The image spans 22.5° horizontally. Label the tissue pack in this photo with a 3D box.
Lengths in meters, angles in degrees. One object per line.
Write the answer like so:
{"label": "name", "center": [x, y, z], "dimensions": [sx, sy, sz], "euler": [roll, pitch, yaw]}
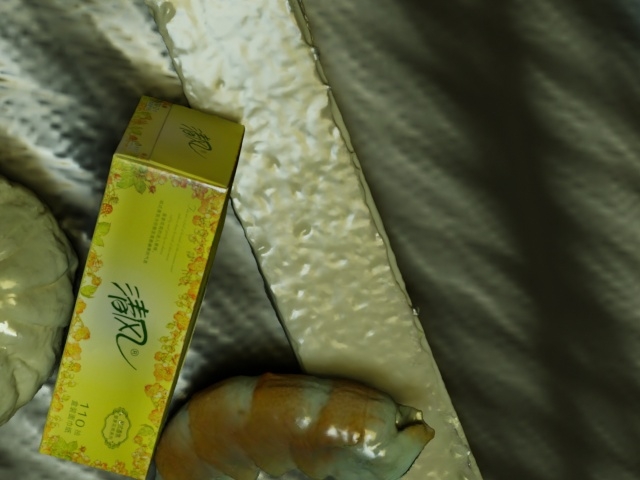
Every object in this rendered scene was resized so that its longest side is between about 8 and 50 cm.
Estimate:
{"label": "tissue pack", "center": [-0.092, 0.025, 0.841], "dimensions": [0.062, 0.095, 0.176], "euler": [17, 112, -4]}

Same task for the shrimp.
{"label": "shrimp", "center": [-0.017, 0.151, 0.924], "dimensions": [0.161, 0.049, 0.166], "euler": [4, 117, 7]}

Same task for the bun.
{"label": "bun", "center": [-0.217, 0.041, 0.830], "dimensions": [0.188, 0.111, 0.164], "euler": [-8, 107, -5]}

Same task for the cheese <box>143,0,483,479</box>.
{"label": "cheese", "center": [-0.001, 0.001, 0.901], "dimensions": [0.085, 0.034, 0.400], "euler": [-22, 111, -4]}
